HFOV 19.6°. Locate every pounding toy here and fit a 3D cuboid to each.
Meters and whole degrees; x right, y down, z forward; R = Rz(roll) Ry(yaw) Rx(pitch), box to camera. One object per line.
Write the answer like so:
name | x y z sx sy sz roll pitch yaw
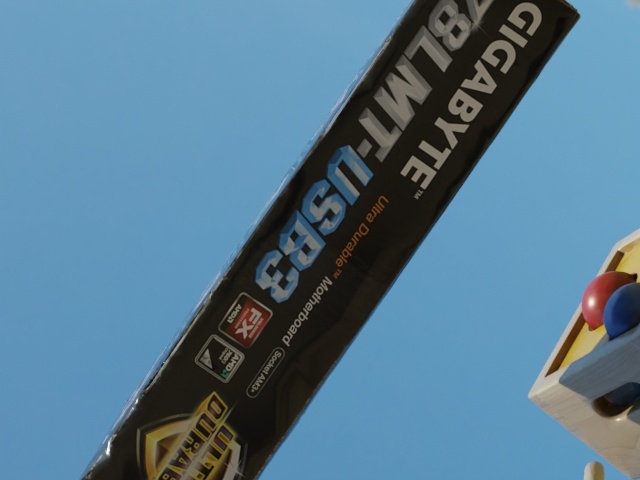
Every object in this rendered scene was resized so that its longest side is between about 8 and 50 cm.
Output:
pounding toy | 0.170 0.083 1.049 0.094 0.181 0.206 39 -120 -6

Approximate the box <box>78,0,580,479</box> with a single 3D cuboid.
box | 0.000 0.000 0.916 0.073 0.293 0.295 34 -179 -2
